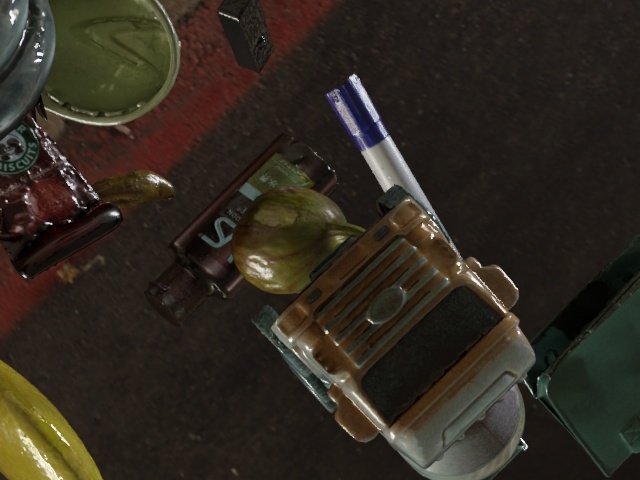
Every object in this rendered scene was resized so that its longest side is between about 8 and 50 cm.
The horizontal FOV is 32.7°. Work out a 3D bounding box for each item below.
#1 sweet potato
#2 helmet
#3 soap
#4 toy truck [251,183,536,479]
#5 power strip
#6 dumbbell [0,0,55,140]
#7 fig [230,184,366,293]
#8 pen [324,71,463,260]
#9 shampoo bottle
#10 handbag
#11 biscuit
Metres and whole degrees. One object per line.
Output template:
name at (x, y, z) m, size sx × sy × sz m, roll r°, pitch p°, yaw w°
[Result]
sweet potato at (-0.285, -0.057, 1.471) m, size 0.182 × 0.054 × 0.053 m, roll -21°, pitch 84°, yaw -19°
helmet at (-0.294, -0.265, 1.441) m, size 0.258 × 0.137 × 0.204 m, roll 16°, pitch 108°, yaw 5°
soap at (-0.459, 0.293, 1.661) m, size 0.115 × 0.427 × 0.306 m, roll -35°, pitch 118°, yaw -26°
toy truck at (0.058, 0.074, 0.611) m, size 0.108 × 0.140 × 0.256 m, roll -43°, pitch 166°, yaw -6°
power strip at (-0.073, -0.209, 1.090) m, size 0.038 × 0.029 × 0.111 m, roll -60°, pitch 164°, yaw -14°
dumbbell at (-0.230, -0.181, 0.472) m, size 0.179 × 0.179 × 0.406 m, roll -30°, pitch 153°, yaw -20°
fig at (0.000, 0.000, 1.334) m, size 0.149 × 0.245 × 0.149 m, roll 0°, pitch 90°, yaw -44°
pen at (0.084, -0.021, 0.942) m, size 0.033 × 0.033 × 0.269 m, roll -34°, pitch 100°, yaw -16°
shampoo bottle at (-0.121, -0.013, 1.598) m, size 0.323 × 0.129 × 0.084 m, roll -45°, pitch 169°, yaw -20°
handbag at (0.408, 0.153, 1.477) m, size 0.269 × 0.100 × 0.274 m, roll -46°, pitch 129°, yaw 0°
biscuit at (-0.347, -0.074, 1.284) m, size 0.151 × 0.235 × 0.063 m, roll -31°, pitch 169°, yaw -33°
